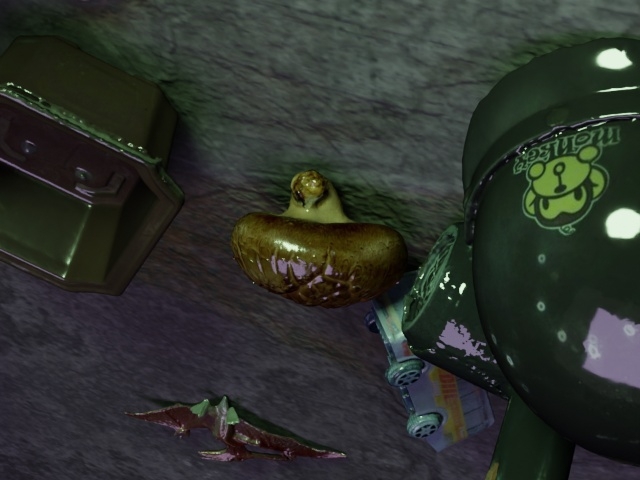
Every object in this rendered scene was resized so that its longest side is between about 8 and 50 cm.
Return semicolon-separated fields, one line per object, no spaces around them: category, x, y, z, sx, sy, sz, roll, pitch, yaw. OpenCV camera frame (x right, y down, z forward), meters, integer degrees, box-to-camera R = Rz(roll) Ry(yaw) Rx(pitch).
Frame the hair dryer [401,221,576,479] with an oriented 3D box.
hair dryer;0.117;0.156;1.195;0.189;0.352;0.107;26;142;-6

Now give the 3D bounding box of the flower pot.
flower pot;-0.187;-0.060;1.311;0.179;0.084;0.251;27;151;-9

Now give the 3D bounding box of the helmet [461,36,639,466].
helmet;0.191;0.032;1.079;0.231;0.160;0.279;-17;127;34

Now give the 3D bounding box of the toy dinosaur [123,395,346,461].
toy dinosaur;-0.084;0.183;1.736;0.220;0.032;0.108;12;149;14

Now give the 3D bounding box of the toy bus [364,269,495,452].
toy bus;0.085;0.094;1.399;0.075;0.064;0.190;-21;145;-1

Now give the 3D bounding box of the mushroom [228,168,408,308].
mushroom;-0.001;0.008;1.298;0.126;0.085;0.109;6;149;5
